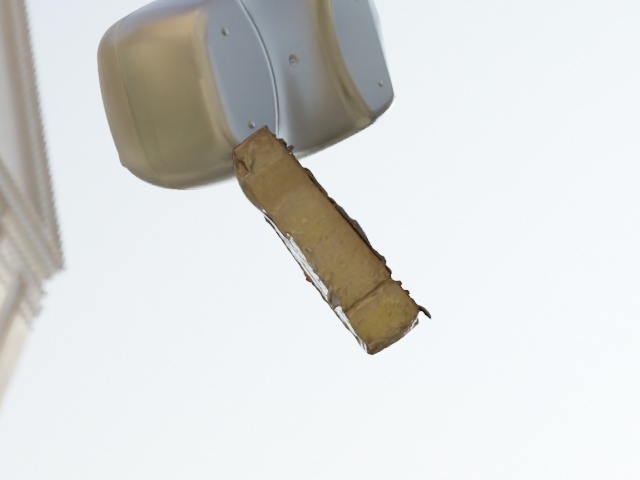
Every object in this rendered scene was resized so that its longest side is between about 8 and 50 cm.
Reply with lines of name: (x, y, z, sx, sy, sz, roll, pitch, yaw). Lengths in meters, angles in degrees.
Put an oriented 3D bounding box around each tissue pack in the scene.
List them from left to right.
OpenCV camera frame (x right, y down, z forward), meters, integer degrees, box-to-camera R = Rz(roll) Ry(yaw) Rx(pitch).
tissue pack: (-0.097, -0.189, 1.788, 0.236, 0.333, 0.229, -8, -80, 44)

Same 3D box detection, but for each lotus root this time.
lotus root: (0.000, 0.000, 1.572, 0.261, 0.074, 0.170, 51, -3, -7)
